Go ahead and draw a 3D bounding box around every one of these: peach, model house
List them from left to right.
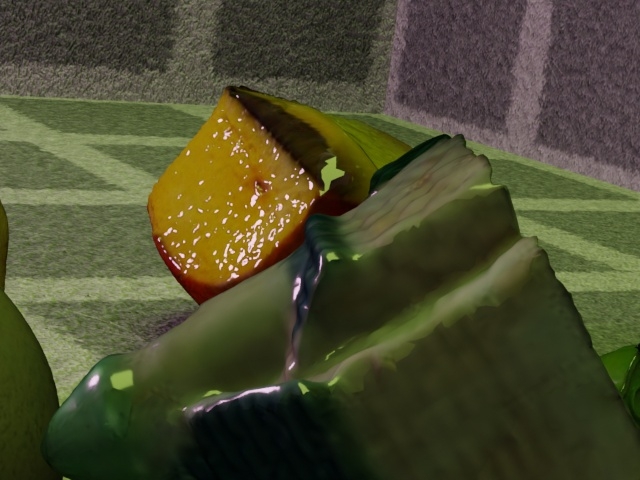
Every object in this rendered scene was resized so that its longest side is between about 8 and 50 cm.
[{"bbox_3d":[0.000,0.000,1.652,0.306,0.242,0.380,36,9,24],"label":"peach"},{"bbox_3d":[0.030,0.136,0.850,0.284,0.298,0.243,-31,12,-1],"label":"model house"}]

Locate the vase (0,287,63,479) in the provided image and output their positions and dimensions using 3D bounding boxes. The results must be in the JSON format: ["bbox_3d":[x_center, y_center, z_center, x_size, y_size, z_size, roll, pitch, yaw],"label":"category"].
[{"bbox_3d":[-0.266,0.152,0.850,0.329,0.241,0.302,41,38,21],"label":"vase"}]

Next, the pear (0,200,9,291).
[{"bbox_3d":[-0.380,0.010,1.312,0.271,0.271,0.271,7,11,-1],"label":"pear"}]

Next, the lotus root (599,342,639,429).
[{"bbox_3d":[0.197,0.162,1.200,0.186,0.186,0.186,7,11,-1],"label":"lotus root"}]
